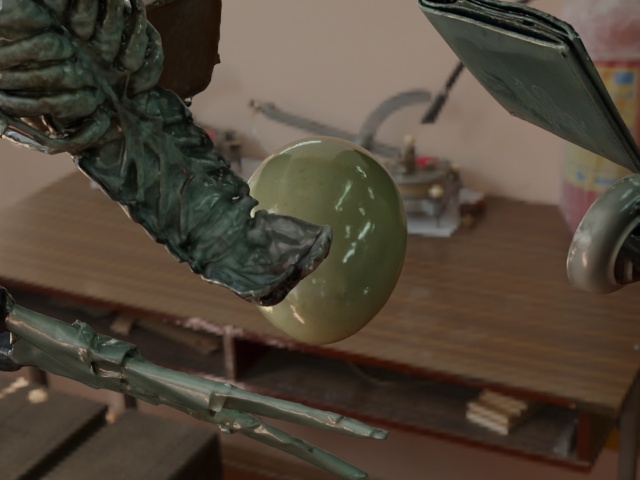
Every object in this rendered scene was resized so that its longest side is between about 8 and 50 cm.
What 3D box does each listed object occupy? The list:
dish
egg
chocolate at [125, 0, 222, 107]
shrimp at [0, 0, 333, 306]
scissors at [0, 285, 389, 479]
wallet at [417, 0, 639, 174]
[{"bbox_3d":[0.335,0.008,1.231,0.141,0.141,0.078,-21,41,-36],"label":"dish"},{"bbox_3d":[0.000,0.000,1.272,0.189,0.188,0.253,0,49,7],"label":"egg"},{"bbox_3d":[-0.212,-0.210,1.314,0.083,0.161,0.261,25,33,20],"label":"chocolate"},{"bbox_3d":[-0.157,-0.110,0.767,0.221,0.410,0.166,-50,33,-20],"label":"shrimp"},{"bbox_3d":[-0.142,0.070,0.709,0.384,0.256,0.029,18,61,11],"label":"scissors"},{"bbox_3d":[0.272,-0.205,1.468,0.054,0.251,0.290,-50,40,-4],"label":"wallet"}]
